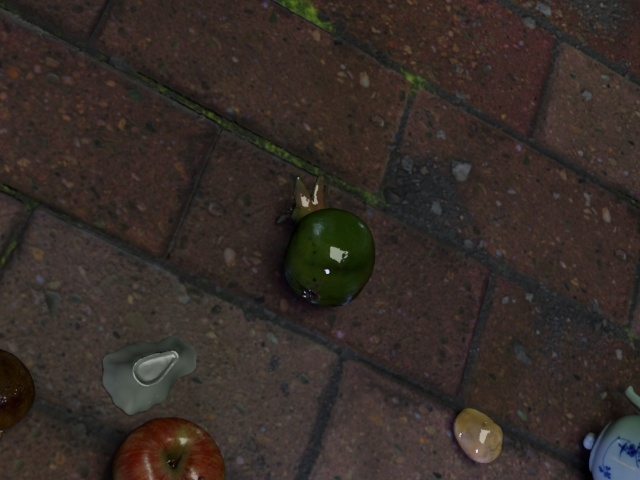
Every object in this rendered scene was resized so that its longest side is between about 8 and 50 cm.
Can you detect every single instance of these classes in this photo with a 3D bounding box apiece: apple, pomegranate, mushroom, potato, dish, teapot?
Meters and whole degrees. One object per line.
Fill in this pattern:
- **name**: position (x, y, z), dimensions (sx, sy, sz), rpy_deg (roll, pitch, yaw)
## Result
- **apple**: position (-0.192, 0.297, 1.366), dimensions (0.146, 0.131, 0.146), rpy_deg (10, 56, -14)
- **pomegranate**: position (0.000, 0.000, 1.556), dimensions (0.131, 0.152, 0.191), rpy_deg (-14, 69, -20)
- **mushroom**: position (-0.419, 0.184, 1.333), dimensions (0.127, 0.087, 0.127), rpy_deg (16, 43, -15)
- **potato**: position (0.236, 0.292, 1.619), dimensions (0.083, 0.062, 0.068), rpy_deg (39, 42, 16)
- **dish**: position (-0.222, 0.170, 1.447), dimensions (0.137, 0.039, 0.091), rpy_deg (-26, 84, -29)
- **teapot**: position (0.474, 0.341, 1.676), dimensions (0.159, 0.159, 0.232), rpy_deg (38, 70, -9)
